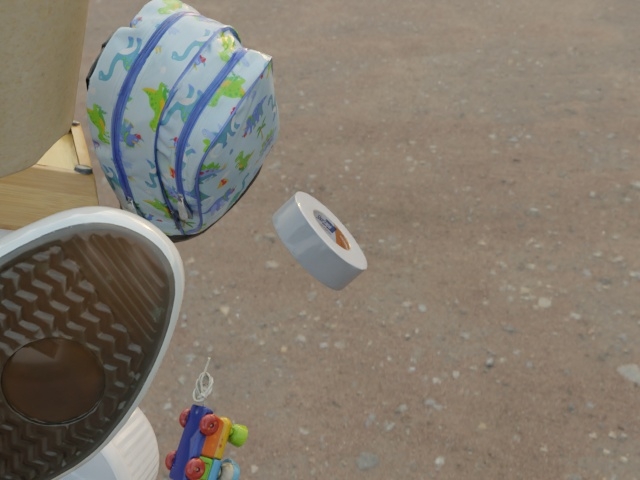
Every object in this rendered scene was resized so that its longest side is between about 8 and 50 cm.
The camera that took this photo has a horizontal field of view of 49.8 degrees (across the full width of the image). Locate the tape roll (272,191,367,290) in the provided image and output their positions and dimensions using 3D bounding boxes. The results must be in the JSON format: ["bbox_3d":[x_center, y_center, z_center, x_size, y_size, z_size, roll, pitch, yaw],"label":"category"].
[{"bbox_3d":[0.000,0.000,1.455,0.072,0.219,0.219,-43,36,16],"label":"tape roll"}]

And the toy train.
[{"bbox_3d":[-0.210,0.384,1.426,0.105,0.143,0.248,-5,63,50],"label":"toy train"}]

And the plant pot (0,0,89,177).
[{"bbox_3d":[-0.323,-0.224,0.572,0.333,0.306,0.334,9,48,-10],"label":"plant pot"}]

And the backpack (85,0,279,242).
[{"bbox_3d":[-0.184,-0.166,0.965,0.273,0.356,0.290,27,66,25],"label":"backpack"}]

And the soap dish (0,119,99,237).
[{"bbox_3d":[-0.438,-0.101,0.986,0.228,0.118,0.291,8,23,-27],"label":"soap dish"}]

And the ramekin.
[{"bbox_3d":[-0.304,0.278,0.869,0.207,0.207,0.109,9,19,17],"label":"ramekin"}]

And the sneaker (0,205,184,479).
[{"bbox_3d":[-0.179,0.081,0.360,0.290,0.106,0.123,-46,21,12],"label":"sneaker"}]
